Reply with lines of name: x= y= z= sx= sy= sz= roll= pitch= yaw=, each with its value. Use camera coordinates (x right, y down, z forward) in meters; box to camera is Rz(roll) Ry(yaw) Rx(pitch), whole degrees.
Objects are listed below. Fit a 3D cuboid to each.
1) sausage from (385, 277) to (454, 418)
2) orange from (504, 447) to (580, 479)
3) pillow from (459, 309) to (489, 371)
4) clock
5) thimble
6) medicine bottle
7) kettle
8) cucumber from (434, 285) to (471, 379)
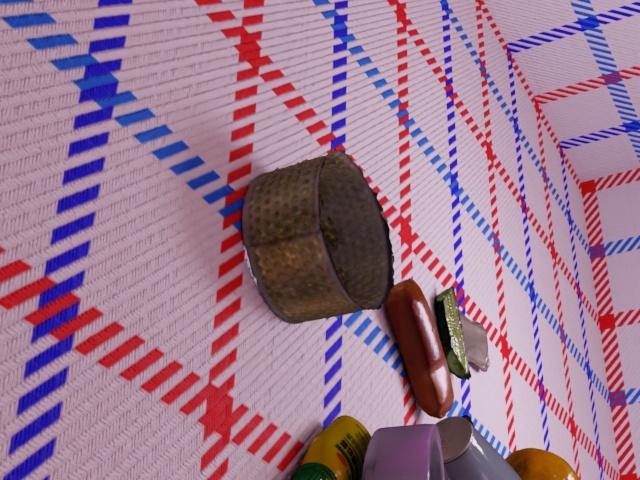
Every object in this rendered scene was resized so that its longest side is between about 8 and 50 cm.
sausage: x=0.205 y=0.222 z=2.007 sx=0.089 sy=0.083 sz=0.300 roll=-38 pitch=114 yaw=-60
orange: x=0.475 y=0.586 z=2.225 sx=0.183 sy=0.249 sz=0.249 roll=34 pitch=45 yaw=-33
pillow: x=0.363 y=0.243 z=2.381 sx=0.232 sy=0.038 sz=0.131 roll=27 pitch=56 yaw=-58
clock: x=0.145 y=0.461 z=1.584 sx=0.338 sy=0.102 sz=0.339 roll=-5 pitch=90 yaw=-78
thimble: x=0.000 y=0.000 z=1.610 sx=0.271 sy=0.150 sz=0.271 roll=40 pitch=43 yaw=-51
medicine bottle: x=0.002 y=0.365 z=1.507 sx=0.309 sy=0.076 sz=0.111 roll=-26 pitch=93 yaw=-64
kettle: x=0.295 y=0.499 z=2.010 sx=0.211 sy=0.160 sz=0.243 roll=-51 pitch=122 yaw=-25
cucumber: x=0.296 y=0.214 z=2.250 sx=0.070 sy=0.046 sz=0.220 roll=12 pitch=65 yaw=-61
